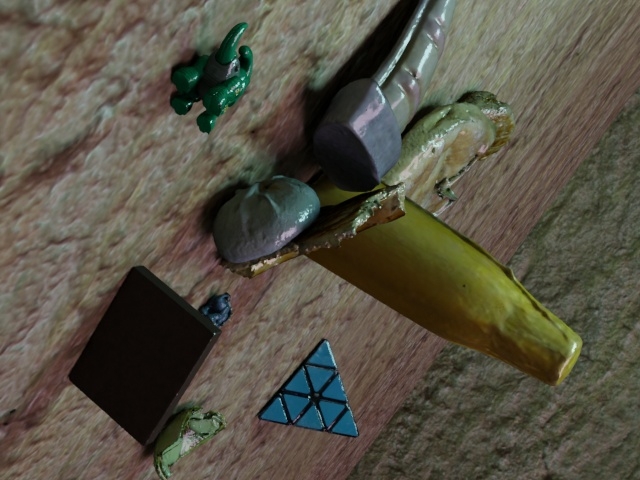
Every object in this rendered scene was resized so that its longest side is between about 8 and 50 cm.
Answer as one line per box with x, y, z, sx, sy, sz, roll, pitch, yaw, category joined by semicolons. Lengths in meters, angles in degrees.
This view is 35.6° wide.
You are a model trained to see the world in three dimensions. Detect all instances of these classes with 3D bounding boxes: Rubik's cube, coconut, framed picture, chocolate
0.014;0.350;2.080;0.211;0.178;0.190;-49;166;-7;Rubik's cube
-0.224;0.320;1.604;0.133;0.055;0.158;-50;161;-1;coconut
-0.205;0.134;1.156;0.168;0.128;0.023;-57;164;17;framed picture
0.166;0.055;1.423;0.162;0.445;0.162;-49;161;-24;chocolate

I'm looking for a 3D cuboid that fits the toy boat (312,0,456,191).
0.093;-0.187;1.328;0.293;0.111;0.276;-52;170;-29;toy boat

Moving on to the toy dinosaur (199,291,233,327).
-0.144;0.099;1.407;0.047;0.030;0.083;-46;163;-20;toy dinosaur

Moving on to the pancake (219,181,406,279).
0.000;0.000;1.264;0.266;0.057;0.244;-27;-170;-2;pancake

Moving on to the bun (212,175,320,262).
-0.071;-0.033;1.224;0.141;0.083;0.141;-27;-170;5;bun

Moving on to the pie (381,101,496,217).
0.158;-0.095;1.695;0.337;0.075;0.337;-35;156;-18;pie

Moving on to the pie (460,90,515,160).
0.272;-0.196;1.808;0.163;0.079;0.193;-33;156;-8;pie

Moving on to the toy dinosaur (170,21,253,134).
-0.096;-0.163;0.980;0.096;0.059;0.132;-50;173;-35;toy dinosaur
